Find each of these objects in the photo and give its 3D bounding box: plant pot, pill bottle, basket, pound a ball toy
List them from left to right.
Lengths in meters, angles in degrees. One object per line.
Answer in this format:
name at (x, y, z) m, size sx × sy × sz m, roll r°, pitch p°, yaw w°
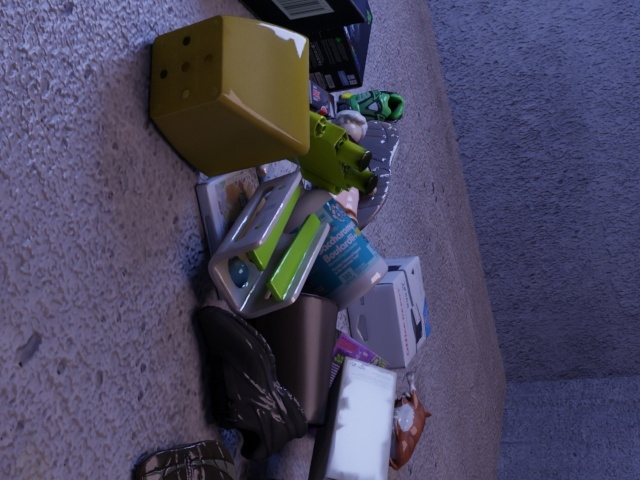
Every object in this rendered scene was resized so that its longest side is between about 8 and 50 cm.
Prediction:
plant pot at (-0.156, -0.244, 1.541) m, size 0.187 × 0.212 × 0.212 m, roll 23°, pitch 61°, yaw -55°
pound a ball toy at (-0.106, -0.039, 1.653) m, size 0.208 × 0.136 × 0.319 m, roll 61°, pitch 25°, yaw -21°
basket at (-0.049, 0.226, 1.772) m, size 0.204 × 0.154 × 0.226 m, roll 40°, pitch 51°, yaw -66°
pill bottle at (0.000, 0.000, 1.880) m, size 0.264 × 0.146 × 0.146 m, roll 50°, pitch 24°, yaw -3°

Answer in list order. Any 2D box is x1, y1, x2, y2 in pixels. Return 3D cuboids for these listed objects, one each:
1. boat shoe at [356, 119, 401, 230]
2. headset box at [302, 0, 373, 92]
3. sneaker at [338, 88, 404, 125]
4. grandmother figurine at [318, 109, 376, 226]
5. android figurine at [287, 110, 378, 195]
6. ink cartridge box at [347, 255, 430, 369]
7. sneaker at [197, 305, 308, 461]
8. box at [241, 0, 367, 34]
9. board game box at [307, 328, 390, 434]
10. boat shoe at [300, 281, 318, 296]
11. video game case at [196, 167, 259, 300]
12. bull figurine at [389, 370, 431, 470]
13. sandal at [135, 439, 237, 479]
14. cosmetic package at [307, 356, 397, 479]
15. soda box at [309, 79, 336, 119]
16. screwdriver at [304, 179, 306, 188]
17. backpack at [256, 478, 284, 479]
boat shoe at (0.113, -0.134, 2.363) m, size 0.130 × 0.132 × 0.355 m, roll 96°, pitch 17°, yaw -55°
headset box at (0.020, -0.526, 2.230) m, size 0.246 × 0.131 × 0.283 m, roll 66°, pitch 25°, yaw -44°
sneaker at (0.164, -0.335, 2.565) m, size 0.343 × 0.146 × 0.134 m, roll -24°, pitch 107°, yaw -71°
grandmother figurine at (0.046, -0.180, 2.234) m, size 0.208 × 0.104 × 0.342 m, roll 45°, pitch 39°, yaw -33°
android figurine at (-0.020, -0.180, 1.824) m, size 0.056 × 0.273 × 0.248 m, roll -55°, pitch 157°, yaw -16°
ink cartridge box at (0.179, 0.181, 2.465) m, size 0.307 × 0.129 × 0.223 m, roll -33°, pitch 116°, yaw -69°
sneaker at (-0.131, 0.239, 1.582) m, size 0.130 × 0.109 × 0.286 m, roll -36°, pitch 105°, yaw -27°
box at (-0.053, -0.657, 1.935) m, size 0.293 × 0.212 × 0.395 m, roll 28°, pitch 58°, yaw -67°
board game box at (0.037, 0.308, 2.006) m, size 0.208 × 0.056 × 0.347 m, roll -59°, pitch 154°, yaw -6°
boat shoe at (-0.043, 0.120, 1.953) m, size 0.075 × 0.083 × 0.226 m, roll 108°, pitch -15°, yaw -63°
video game case at (-0.149, -0.023, 1.739) m, size 0.227 × 0.026 × 0.206 m, roll -42°, pitch 124°, yaw -67°
bull figurine at (0.217, 0.467, 2.536) m, size 0.310 × 0.101 × 0.188 m, roll -60°, pitch 136°, yaw -64°
sandal at (-0.203, 0.347, 1.429) m, size 0.219 × 0.060 × 0.089 m, roll 8°, pitch 70°, yaw -56°
cosmetic package at (0.054, 0.376, 1.742) m, size 0.309 × 0.113 × 0.160 m, roll -76°, pitch -174°, yaw -57°
soda box at (-0.017, -0.313, 2.173) m, size 0.169 × 0.053 × 0.060 m, roll 12°, pitch 73°, yaw -70°
screwdriver at (-0.031, -0.122, 2.117) m, size 0.024 × 0.025 × 0.169 m, roll 46°, pitch 41°, yaw -60°
backpack at (-0.074, 0.475, 1.708) m, size 0.114 × 0.084 × 0.104 m, roll 32°, pitch 57°, yaw -71°
